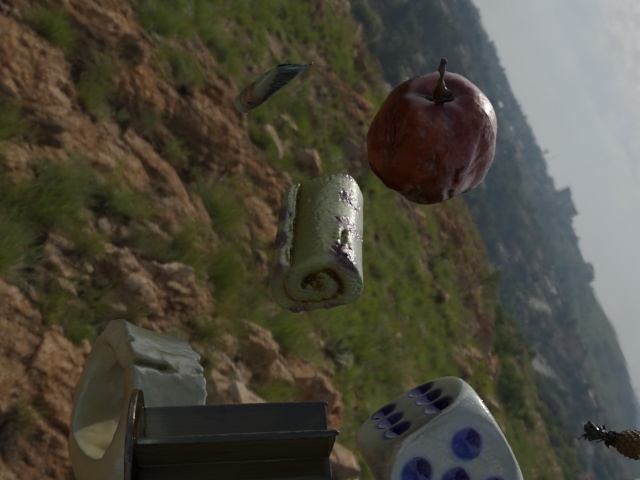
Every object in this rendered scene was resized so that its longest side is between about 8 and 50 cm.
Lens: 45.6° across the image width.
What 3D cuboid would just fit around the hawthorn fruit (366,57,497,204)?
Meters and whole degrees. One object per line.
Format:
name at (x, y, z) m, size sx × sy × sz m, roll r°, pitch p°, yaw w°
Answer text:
hawthorn fruit at (0.206, -0.207, 1.355) m, size 0.272 × 0.241 × 0.242 m, roll 99°, pitch -14°, yaw -47°

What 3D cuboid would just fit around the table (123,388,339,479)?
table at (-0.098, 0.248, 0.861) m, size 0.167 × 0.226 × 0.167 m, roll 179°, pitch -90°, yaw -82°

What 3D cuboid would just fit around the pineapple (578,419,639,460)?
pineapple at (0.537, 0.360, 1.388) m, size 0.058 × 0.124 × 0.058 m, roll -5°, pitch 99°, yaw -38°

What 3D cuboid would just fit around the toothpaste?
toothpaste at (-0.081, -0.239, 1.171) m, size 0.205 × 0.056 × 0.036 m, roll -14°, pitch -90°, yaw 63°

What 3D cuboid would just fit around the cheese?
cheese at (-0.345, 0.312, 1.417) m, size 0.153 × 0.292 × 0.332 m, roll 20°, pitch -1°, yaw -33°

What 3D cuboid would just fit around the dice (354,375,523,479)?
dice at (0.278, 0.525, 1.794) m, size 0.304 × 0.304 × 0.277 m, roll 62°, pitch -5°, yaw -7°

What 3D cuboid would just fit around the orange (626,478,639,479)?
orange at (0.451, 0.417, 0.929) m, size 0.301 × 0.300 × 0.223 m, roll -149°, pitch -113°, yaw -77°

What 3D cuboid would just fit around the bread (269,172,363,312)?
bread at (0.000, 0.000, 1.653) m, size 0.338 × 0.187 × 0.155 m, roll -87°, pitch 159°, yaw -53°
